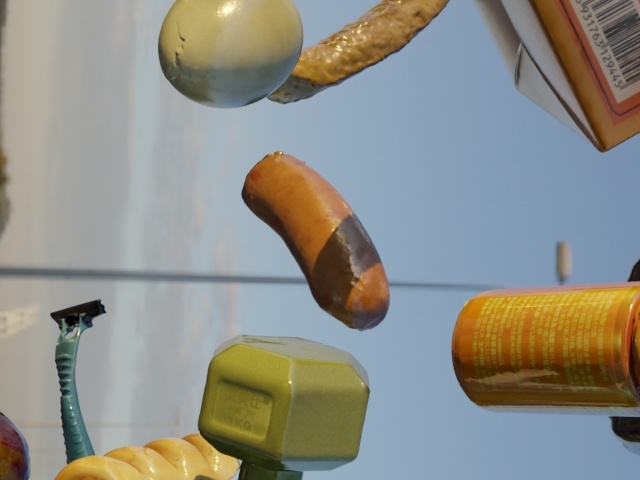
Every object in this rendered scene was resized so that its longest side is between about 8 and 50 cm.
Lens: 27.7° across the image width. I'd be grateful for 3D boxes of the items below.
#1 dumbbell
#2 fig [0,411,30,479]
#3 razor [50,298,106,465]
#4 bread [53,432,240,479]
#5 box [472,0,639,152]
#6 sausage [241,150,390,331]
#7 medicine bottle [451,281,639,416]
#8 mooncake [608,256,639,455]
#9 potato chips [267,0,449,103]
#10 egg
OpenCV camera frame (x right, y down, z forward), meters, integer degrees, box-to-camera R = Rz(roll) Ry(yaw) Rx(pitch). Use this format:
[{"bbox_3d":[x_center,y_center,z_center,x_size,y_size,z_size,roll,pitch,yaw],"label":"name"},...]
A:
[{"bbox_3d":[-0.044,0.216,0.872,0.108,0.121,0.302,-3,106,-61],"label":"dumbbell"},{"bbox_3d":[-0.318,0.175,1.089,0.109,0.154,0.103,7,-117,54],"label":"fig"},{"bbox_3d":[-0.267,0.195,1.429,0.082,0.042,0.253,-14,-103,36],"label":"razor"},{"bbox_3d":[-0.128,0.203,0.949,0.084,0.177,0.119,18,-79,42],"label":"bread"},{"bbox_3d":[0.231,-0.268,1.096,0.283,0.213,0.259,61,3,-19],"label":"box"},{"bbox_3d":[0.002,0.000,1.587,0.270,0.109,0.109,56,-34,36],"label":"sausage"},{"bbox_3d":[0.195,0.079,0.938,0.192,0.096,0.096,-5,-98,45],"label":"medicine bottle"},{"bbox_3d":[0.457,0.153,1.232,0.350,0.381,0.212,76,33,-69],"label":"mooncake"},{"bbox_3d":[0.070,-0.242,1.382,0.080,0.407,0.057,52,-38,-7],"label":"potato chips"},{"bbox_3d":[-0.078,-0.171,1.119,0.152,0.114,0.114,-39,149,-47],"label":"egg"}]
